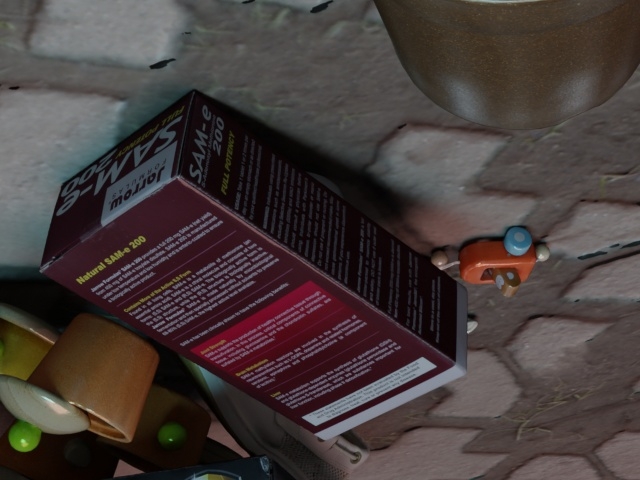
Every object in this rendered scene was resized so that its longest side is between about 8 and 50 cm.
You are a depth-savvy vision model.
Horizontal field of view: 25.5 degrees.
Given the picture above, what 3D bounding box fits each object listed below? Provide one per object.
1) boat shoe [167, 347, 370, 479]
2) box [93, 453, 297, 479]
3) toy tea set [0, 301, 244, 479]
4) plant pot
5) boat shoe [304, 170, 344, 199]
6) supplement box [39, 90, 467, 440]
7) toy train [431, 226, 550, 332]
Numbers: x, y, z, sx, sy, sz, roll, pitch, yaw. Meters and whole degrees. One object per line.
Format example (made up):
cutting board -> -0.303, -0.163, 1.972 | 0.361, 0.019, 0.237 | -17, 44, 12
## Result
boat shoe -> -0.036, 0.115, 1.099 | 0.096, 0.098, 0.277 | -36, 142, -3
box -> -0.132, 0.238, 1.024 | 0.293, 0.073, 0.295 | -11, 156, 12
toy tea set -> -0.172, 0.146, 0.986 | 0.200, 0.124, 0.336 | 20, 160, 19
plant pot -> 0.084, -0.134, 0.593 | 0.167, 0.167, 0.165 | -12, 159, 6
boat shoe -> 0.000, 0.000, 0.932 | 0.049, 0.040, 0.142 | -15, 152, 12
supplement box -> -0.034, 0.024, 0.870 | 0.130, 0.073, 0.239 | -30, 129, 35
toy train -> 0.096, 0.050, 1.047 | 0.125, 0.046, 0.166 | -1, 151, -14
